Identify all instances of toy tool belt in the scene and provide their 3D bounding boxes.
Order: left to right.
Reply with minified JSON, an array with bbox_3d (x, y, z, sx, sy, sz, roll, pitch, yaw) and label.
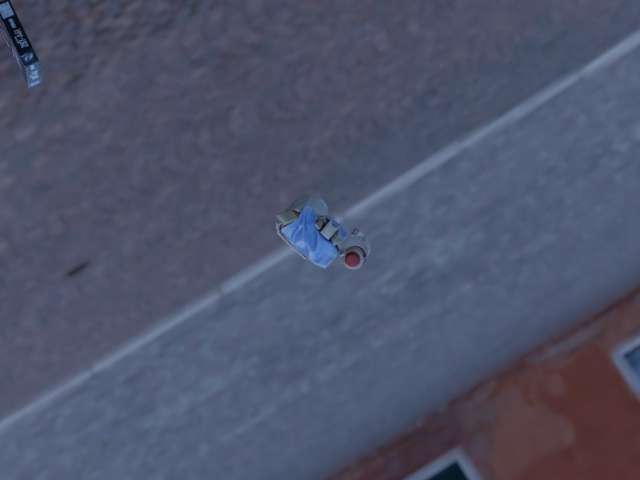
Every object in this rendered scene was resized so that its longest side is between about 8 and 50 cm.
[{"bbox_3d":[0.000,0.000,1.450,0.052,0.083,0.051,-50,180,20],"label":"toy tool belt"}]

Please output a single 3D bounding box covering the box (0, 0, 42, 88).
[{"bbox_3d":[-0.335,-0.219,1.890,0.018,0.083,0.067,-25,169,-12],"label":"box"}]
